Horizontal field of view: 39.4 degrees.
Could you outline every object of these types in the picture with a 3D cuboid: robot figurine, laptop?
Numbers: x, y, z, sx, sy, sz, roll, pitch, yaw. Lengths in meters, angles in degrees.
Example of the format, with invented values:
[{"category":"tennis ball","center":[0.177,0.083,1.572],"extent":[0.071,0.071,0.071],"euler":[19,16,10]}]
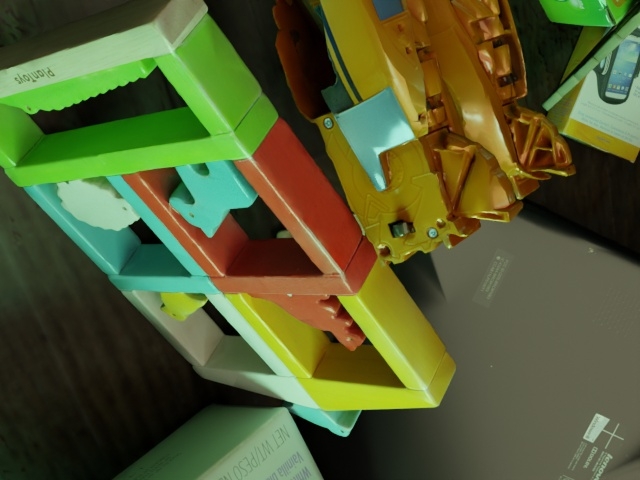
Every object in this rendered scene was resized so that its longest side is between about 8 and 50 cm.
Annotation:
[{"category":"robot figurine","center":[0.031,-0.146,0.442],"extent":[0.211,0.085,0.291],"euler":[-28,99,-58]},{"category":"laptop","center":[0.177,0.181,0.764],"extent":[0.408,0.236,0.382],"euler":[25,97,-4]}]

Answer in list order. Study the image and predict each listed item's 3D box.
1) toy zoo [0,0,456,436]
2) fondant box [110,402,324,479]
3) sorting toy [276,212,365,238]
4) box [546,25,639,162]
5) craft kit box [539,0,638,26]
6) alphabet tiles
[{"category":"toy zoo","center":[-0.053,0.011,0.480],"extent":[0.293,0.192,0.030],"euler":[53,53,-31]},{"category":"fondant box","center":[-0.056,0.301,0.544],"extent":[0.238,0.096,0.330],"euler":[-35,106,-37]},{"category":"sorting toy","center":[0.000,0.000,0.603],"extent":[0.062,0.012,0.083],"euler":[-12,118,-18]},{"category":"box","center":[0.225,-0.134,0.662],"extent":[0.081,0.028,0.136],"euler":[16,99,-31]},{"category":"craft kit box","center":[0.155,-0.281,0.435],"extent":[0.250,0.061,0.246],"euler":[-46,120,-11]},{"category":"alphabet tiles","center":[0.235,-0.187,0.532],"extent":[0.009,0.198,0.237],"euler":[42,86,4]}]
